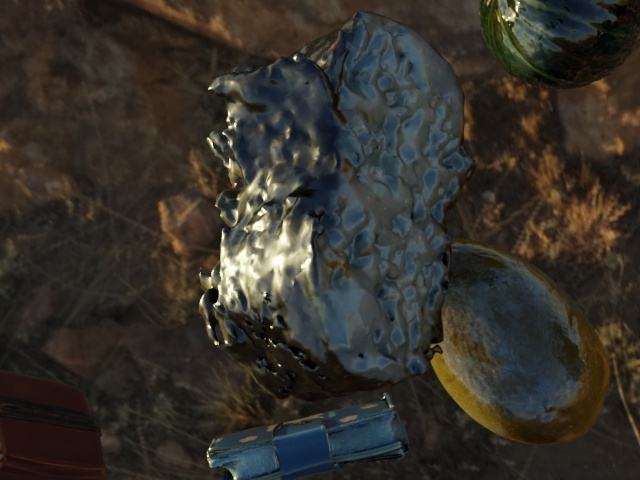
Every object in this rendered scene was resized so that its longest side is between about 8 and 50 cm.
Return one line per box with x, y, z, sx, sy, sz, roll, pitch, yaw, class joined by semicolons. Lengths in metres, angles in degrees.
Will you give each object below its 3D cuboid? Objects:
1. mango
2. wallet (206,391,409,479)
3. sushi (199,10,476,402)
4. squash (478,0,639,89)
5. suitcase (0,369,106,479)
0.220;0.117;1.331;0.316;0.146;0.193;46;103;4;mango
-0.013;0.209;1.114;0.202;0.141;0.059;-13;91;0;wallet
0.000;-0.021;0.601;0.115;0.147;0.212;-9;65;41;sushi
0.264;-0.271;1.161;0.173;0.218;0.218;-1;59;-7;squash
-0.443;0.298;1.367;0.297;0.236;0.161;-37;58;20;suitcase
